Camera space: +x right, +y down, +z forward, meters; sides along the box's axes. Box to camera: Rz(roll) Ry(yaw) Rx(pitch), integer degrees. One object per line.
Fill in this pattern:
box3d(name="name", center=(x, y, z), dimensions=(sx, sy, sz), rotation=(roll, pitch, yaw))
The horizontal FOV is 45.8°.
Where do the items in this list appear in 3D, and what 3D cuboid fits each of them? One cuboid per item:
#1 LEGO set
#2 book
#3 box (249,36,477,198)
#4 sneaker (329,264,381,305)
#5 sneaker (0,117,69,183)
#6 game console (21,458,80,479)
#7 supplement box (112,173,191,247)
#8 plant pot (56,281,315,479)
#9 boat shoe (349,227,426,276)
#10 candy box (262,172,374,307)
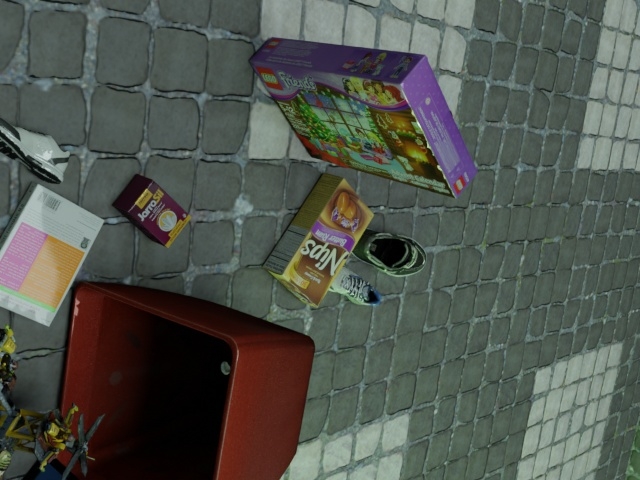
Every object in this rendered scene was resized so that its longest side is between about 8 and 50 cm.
box3d(name="LEGO set", center=(-0.334, 0.244, 0.751), dimensions=(0.331, 0.192, 0.254), rotation=(-69, 164, -51))
box3d(name="book", center=(-0.332, 0.017, 0.898), dimensions=(0.096, 0.035, 0.144), rotation=(35, 77, -42))
box3d(name="box", center=(0.054, -0.172, 1.032), dimensions=(0.057, 0.293, 0.201), rotation=(-50, 132, -18))
box3d(name="sneaker", center=(0.058, 0.077, 1.289), dimensions=(0.135, 0.058, 0.052), rotation=(29, 82, -45))
box3d(name="sneaker", center=(-0.331, -0.109, 0.859), dimensions=(0.109, 0.040, 0.043), rotation=(45, 54, -47))
box3d(name="game console", center=(-0.355, 0.319, 0.890), dimensions=(0.124, 0.144, 0.085), rotation=(10, 95, -46))
box3d(name="supplement box", center=(-0.218, -0.038, 0.985), dimensions=(0.055, 0.043, 0.083), rotation=(-55, 133, -15))
box3d(name="plant pot", center=(-0.155, 0.202, 0.990), dimensions=(0.236, 0.267, 0.267), rotation=(-4, 107, -57))
box3d(name="boat shoe", center=(0.130, 0.026, 1.335), dimensions=(0.219, 0.070, 0.077), rotation=(14, 93, -46))
box3d(name="candy box", center=(0.000, 0.000, 1.211), dimensions=(0.186, 0.053, 0.109), rotation=(-57, 135, -13))
